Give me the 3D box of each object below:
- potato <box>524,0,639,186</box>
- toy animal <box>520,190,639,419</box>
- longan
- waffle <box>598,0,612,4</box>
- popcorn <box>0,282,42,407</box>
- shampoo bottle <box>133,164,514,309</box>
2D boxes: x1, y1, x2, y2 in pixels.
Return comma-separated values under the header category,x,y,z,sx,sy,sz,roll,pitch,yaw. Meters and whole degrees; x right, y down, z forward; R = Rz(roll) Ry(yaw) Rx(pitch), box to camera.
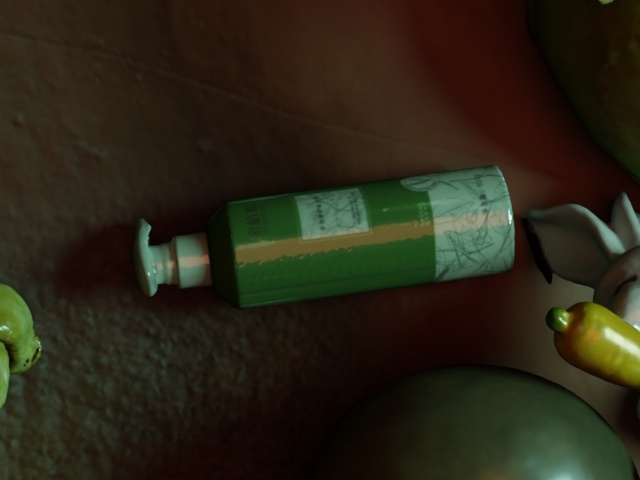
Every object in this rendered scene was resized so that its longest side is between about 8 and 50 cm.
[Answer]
category,x,y,z,sx,sy,sz,roll,pitch,yaw
potato,0.263,-0.150,0.958,0.330,0.213,0.280,31,86,-5
toy animal,0.166,0.048,0.967,0.131,0.127,0.182,-20,78,-17
longan,0.082,0.155,0.967,0.184,0.204,0.159,-15,48,20
waffle,0.213,-0.175,0.863,0.192,0.046,0.161,19,94,27
popcorn,-0.248,0.025,0.919,0.168,0.173,0.195,-34,100,-19
shampoo bottle,0.000,0.000,1.000,0.204,0.065,0.065,-8,91,-7
